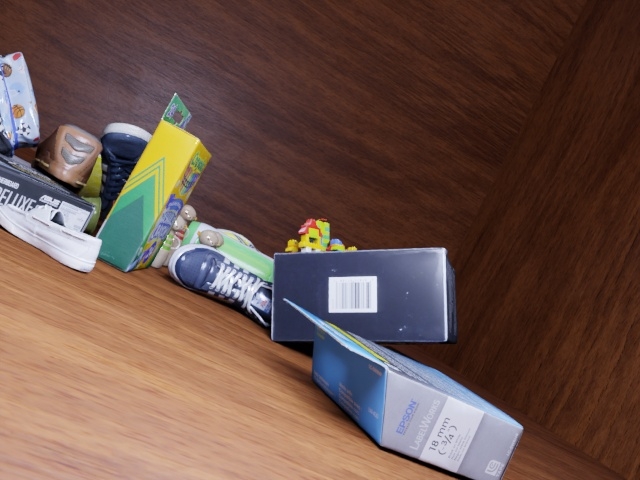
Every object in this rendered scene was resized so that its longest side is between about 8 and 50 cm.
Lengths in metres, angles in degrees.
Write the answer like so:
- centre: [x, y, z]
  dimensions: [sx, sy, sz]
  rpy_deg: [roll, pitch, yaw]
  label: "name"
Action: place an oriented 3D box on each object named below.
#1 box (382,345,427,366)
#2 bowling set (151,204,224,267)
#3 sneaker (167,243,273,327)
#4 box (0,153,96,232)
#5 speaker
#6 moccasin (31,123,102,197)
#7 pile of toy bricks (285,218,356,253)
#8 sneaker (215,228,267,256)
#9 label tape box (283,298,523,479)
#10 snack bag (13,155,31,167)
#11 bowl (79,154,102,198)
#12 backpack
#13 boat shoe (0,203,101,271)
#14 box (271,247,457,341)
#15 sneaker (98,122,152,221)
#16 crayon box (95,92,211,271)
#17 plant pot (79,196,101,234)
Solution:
- centre: [0.163, 0.284, 1.298]
  dimensions: [0.101, 0.087, 0.102]
  rpy_deg: [27, -1, 17]
  label: "box"
- centre: [-0.300, 0.005, 1.369]
  dimensions: [0.287, 0.154, 0.199]
  rpy_deg: [29, -2, -43]
  label: "bowling set"
- centre: [-0.178, 0.098, 1.279]
  dimensions: [0.153, 0.099, 0.282]
  rpy_deg: [24, -7, 41]
  label: "sneaker"
- centre: [-0.586, -0.115, 1.054]
  dimensions: [0.242, 0.077, 0.307]
  rpy_deg: [26, -2, 36]
  label: "box"
- centre: [-0.230, 0.065, 1.613]
  dimensions: [0.296, 0.131, 0.131]
  rpy_deg: [28, -2, -8]
  label: "speaker"
- centre: [-0.578, -0.146, 1.365]
  dimensions: [0.139, 0.147, 0.380]
  rpy_deg: [31, -17, -30]
  label: "moccasin"
- centre: [0.000, 0.000, 1.370]
  dimensions: [0.118, 0.105, 0.212]
  rpy_deg: [-9, -14, 39]
  label: "pile of toy bricks"
- centre: [-0.197, 0.080, 1.750]
  dimensions: [0.384, 0.145, 0.147]
  rpy_deg: [27, -2, -29]
  label: "sneaker"
- centre: [0.096, 0.225, 0.916]
  dimensions: [0.333, 0.106, 0.240]
  rpy_deg: [28, -2, -25]
  label: "label tape box"
- centre: [-0.927, -0.242, 1.833]
  dimensions: [0.323, 0.037, 0.342]
  rpy_deg: [27, -2, 0]
  label: "snack bag"
- centre: [-0.648, -0.167, 1.726]
  dimensions: [0.289, 0.156, 0.289]
  rpy_deg: [27, -2, 1]
  label: "bowl"
- centre: [-0.714, -0.279, 1.287]
  dimensions: [0.213, 0.277, 0.263]
  rpy_deg: [-6, -1, -36]
  label: "backpack"
- centre: [-0.409, -0.019, 0.919]
  dimensions: [0.184, 0.063, 0.066]
  rpy_deg: [27, -2, 20]
  label: "boat shoe"
- centre: [0.108, 0.130, 1.291]
  dimensions: [0.343, 0.179, 0.312]
  rpy_deg: [-2, -10, 16]
  label: "box"
- centre: [-0.448, -0.123, 1.399]
  dimensions: [0.131, 0.148, 0.350]
  rpy_deg: [10, -28, -10]
  label: "sneaker"
- centre: [-0.305, -0.101, 1.171]
  dimensions: [0.083, 0.323, 0.203]
  rpy_deg: [28, -2, -3]
  label: "crayon box"
- centre: [-0.511, -0.061, 1.272]
  dimensions: [0.079, 0.083, 0.083]
  rpy_deg: [15, 5, -33]
  label: "plant pot"
